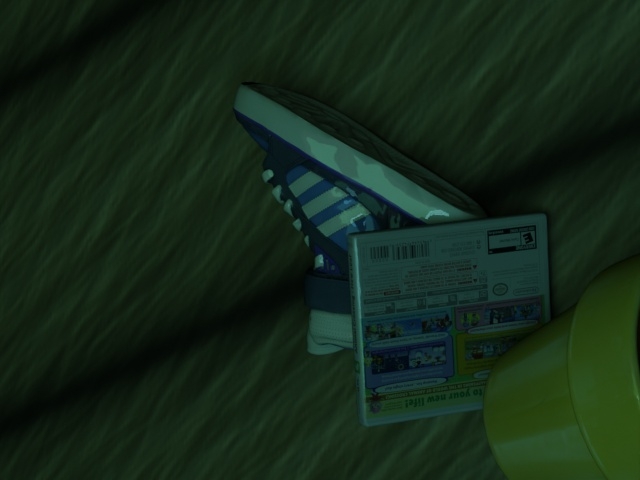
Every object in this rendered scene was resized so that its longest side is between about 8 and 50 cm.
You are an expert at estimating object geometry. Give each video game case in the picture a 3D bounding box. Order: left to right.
[{"bbox_3d":[0.132,0.077,1.726,0.023,0.212,0.193,-162,67,-69],"label":"video game case"}]

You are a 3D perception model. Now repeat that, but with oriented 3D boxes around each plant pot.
[{"bbox_3d":[0.291,0.148,1.616,0.239,0.254,0.254,-24,84,49],"label":"plant pot"}]

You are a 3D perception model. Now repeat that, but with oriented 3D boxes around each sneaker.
[{"bbox_3d":[0.001,0.000,1.831,0.323,0.130,0.236,32,107,18],"label":"sneaker"}]
